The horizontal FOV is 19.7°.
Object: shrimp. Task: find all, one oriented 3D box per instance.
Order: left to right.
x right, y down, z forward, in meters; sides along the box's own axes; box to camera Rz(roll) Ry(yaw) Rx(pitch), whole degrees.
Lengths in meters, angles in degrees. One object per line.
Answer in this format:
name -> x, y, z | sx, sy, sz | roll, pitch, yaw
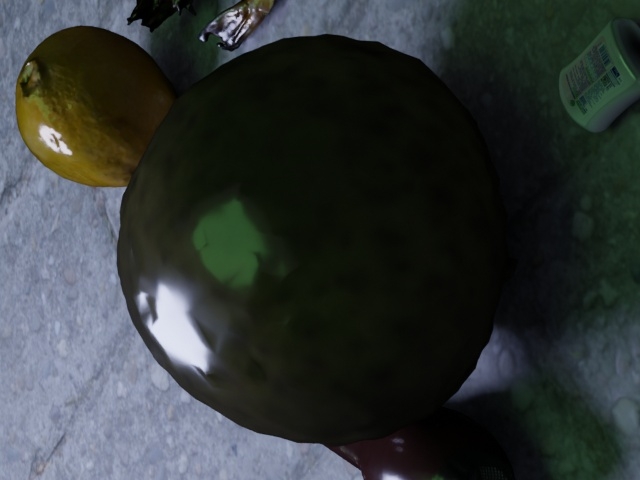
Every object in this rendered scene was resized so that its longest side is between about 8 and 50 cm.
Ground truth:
shrimp -> -0.114, -0.299, 2.113 | 0.289, 0.075, 0.178 | -45, 61, 32

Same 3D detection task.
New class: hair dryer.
hair dryer -> 0.111, 0.326, 1.874 | 0.312, 0.123, 0.340 | 6, 111, 65

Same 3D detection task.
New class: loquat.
loquat -> -0.261, -0.157, 2.210 | 0.176, 0.234, 0.187 | 0, 66, 44

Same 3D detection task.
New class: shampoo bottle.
shampoo bottle -> 0.252, -0.142, 1.636 | 0.099, 0.043, 0.072 | -46, 57, 47

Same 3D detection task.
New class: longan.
longan -> 0.000, 0.000, 1.749 | 0.391, 0.391, 0.391 | 10, 103, 53
